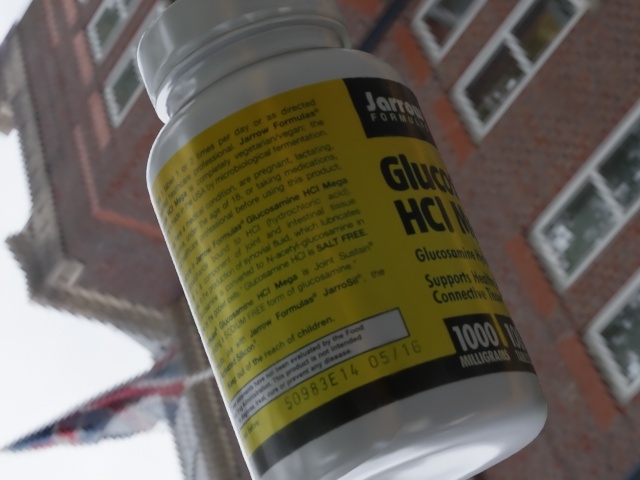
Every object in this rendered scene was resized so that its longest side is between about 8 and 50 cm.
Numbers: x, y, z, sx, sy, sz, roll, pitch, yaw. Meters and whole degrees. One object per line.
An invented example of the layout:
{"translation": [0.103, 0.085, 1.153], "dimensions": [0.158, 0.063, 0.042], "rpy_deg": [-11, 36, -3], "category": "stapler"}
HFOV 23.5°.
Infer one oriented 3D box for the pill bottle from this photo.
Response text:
{"translation": [0.000, 0.000, 0.991], "dimensions": [0.188, 0.188, 0.334], "rpy_deg": [2, -120, -50], "category": "pill bottle"}
